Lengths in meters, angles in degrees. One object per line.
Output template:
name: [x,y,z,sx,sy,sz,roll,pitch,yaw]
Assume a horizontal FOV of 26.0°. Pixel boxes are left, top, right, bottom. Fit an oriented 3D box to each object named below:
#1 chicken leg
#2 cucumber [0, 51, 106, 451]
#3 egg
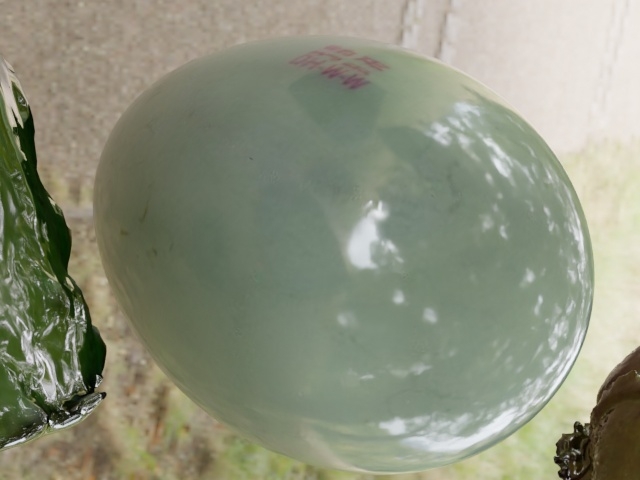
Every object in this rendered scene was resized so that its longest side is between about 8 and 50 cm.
chicken leg: [0.244,0.175,1.031,0.361,0.211,0.140,-40,100,-25]
cucumber: [-0.153,-0.088,0.363,0.145,0.105,0.325,-4,69,-85]
egg: [0.000,0.000,0.612,0.183,0.264,0.182,-17,118,-37]
